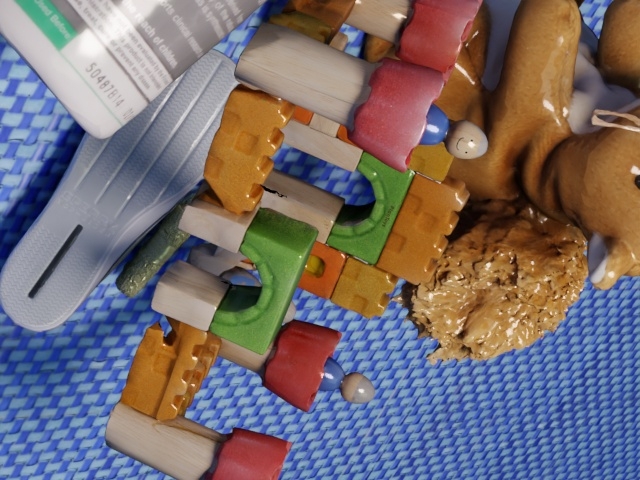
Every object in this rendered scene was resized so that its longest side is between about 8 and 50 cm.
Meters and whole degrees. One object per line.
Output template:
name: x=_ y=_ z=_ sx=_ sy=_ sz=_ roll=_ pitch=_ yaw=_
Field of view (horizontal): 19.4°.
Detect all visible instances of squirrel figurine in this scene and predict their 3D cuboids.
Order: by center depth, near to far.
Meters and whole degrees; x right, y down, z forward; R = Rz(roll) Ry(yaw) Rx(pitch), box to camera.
squirrel figurine: x=0.224 y=-0.061 z=1.815 sx=0.281 sy=0.370 sz=0.397 roll=-8 pitch=133 yaw=-43

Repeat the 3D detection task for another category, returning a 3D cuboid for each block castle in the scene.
block castle: x=0.000 y=0.000 z=1.638 sx=0.303 sy=0.213 sz=0.453 roll=-62 pitch=175 yaw=-63

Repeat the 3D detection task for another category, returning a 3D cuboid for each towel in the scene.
towel: x=-0.148 y=0.002 z=1.739 sx=0.110 sy=0.027 sz=0.148 roll=-48 pitch=-174 yaw=6

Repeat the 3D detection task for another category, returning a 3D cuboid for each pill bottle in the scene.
pill bottle: x=-0.097 y=-0.264 z=1.400 sx=0.361 sy=0.204 sz=0.204 roll=-41 pitch=147 yaw=-3

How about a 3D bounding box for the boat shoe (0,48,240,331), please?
boat shoe: x=-0.180 y=-0.050 z=1.669 sx=0.302 sy=0.109 sz=0.094 roll=-48 pitch=-176 yaw=4
